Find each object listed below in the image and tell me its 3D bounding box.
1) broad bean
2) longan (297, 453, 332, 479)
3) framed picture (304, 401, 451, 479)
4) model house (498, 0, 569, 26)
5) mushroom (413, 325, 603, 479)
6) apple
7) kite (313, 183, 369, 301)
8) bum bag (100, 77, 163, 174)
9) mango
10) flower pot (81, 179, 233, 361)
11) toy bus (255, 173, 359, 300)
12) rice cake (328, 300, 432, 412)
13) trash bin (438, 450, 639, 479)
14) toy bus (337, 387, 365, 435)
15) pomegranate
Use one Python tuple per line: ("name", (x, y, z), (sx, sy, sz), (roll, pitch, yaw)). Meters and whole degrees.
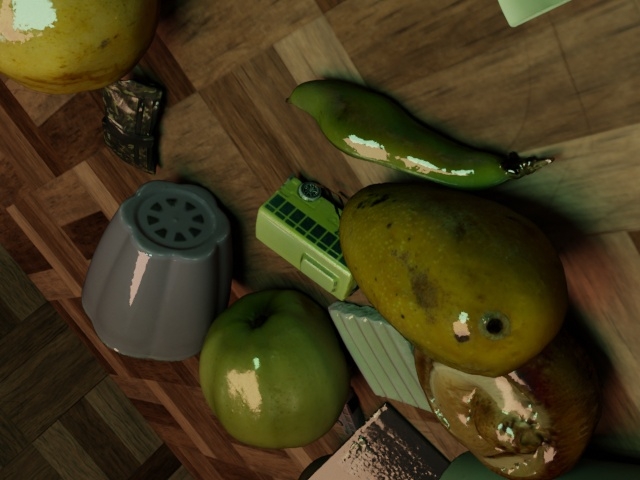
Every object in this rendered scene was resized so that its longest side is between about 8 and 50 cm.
("broad bean", (0.096, -0.111, 0.839), (0.325, 0.067, 0.075), (24, 108, 23))
("longan", (0.055, 0.565, 1.538), (0.258, 0.258, 0.258), (32, 147, 24))
("framed picture", (0.158, 0.490, 1.372), (0.338, 0.014, 0.255), (43, 108, 5))
("model house", (0.167, -0.253, 0.542), (0.149, 0.100, 0.127), (53, 149, -16))
("mushroom", (0.222, 0.175, 0.928), (0.253, 0.153, 0.253), (36, 145, 31))
("apple", (-0.082, 0.221, 1.311), (0.279, 0.279, 0.279), (32, 147, 24))
("kite", (0.052, 0.010, 0.961), (0.127, 0.016, 0.229), (26, -151, -56))
("bum bag", (-0.316, -0.193, 1.259), (0.102, 0.069, 0.248), (10, 148, -9))
("mango", (0.125, 0.015, 0.817), (0.176, 0.175, 0.329), (42, -177, -45))
("flower pot", (-0.268, 0.042, 1.307), (0.265, 0.265, 0.243), (40, 139, 12))
("toy bus", (0.000, 0.000, 1.059), (0.175, 0.101, 0.088), (37, 149, 14))
("rice cake", (0.113, 0.189, 1.205), (0.189, 0.037, 0.198), (8, 133, 47))
("trash bin", (0.349, 0.405, 0.934), (0.280, 0.280, 0.432), (55, 153, -14))
("toy bus", (0.051, 0.324, 1.447), (0.052, 0.037, 0.131), (16, 139, 39))
("pomegranate", (-0.329, -0.312, 0.939), (0.264, 0.264, 0.264), (32, 147, 24))
